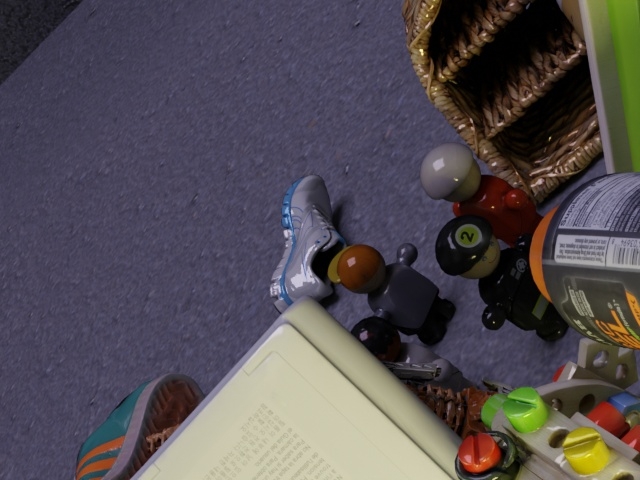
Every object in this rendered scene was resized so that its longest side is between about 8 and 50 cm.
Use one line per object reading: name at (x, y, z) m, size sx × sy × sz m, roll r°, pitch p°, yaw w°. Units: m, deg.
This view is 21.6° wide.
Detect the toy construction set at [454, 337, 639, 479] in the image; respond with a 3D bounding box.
toy construction set at (0.229, 0.150, 1.202) m, size 0.215 × 0.151 × 0.327 m, roll -43°, pitch 22°, yaw -11°

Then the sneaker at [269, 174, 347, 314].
sneaker at (0.000, 0.000, 1.930) m, size 0.083 × 0.071 × 0.191 m, roll -25°, pitch 46°, yaw 36°

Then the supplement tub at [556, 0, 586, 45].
supplement tub at (0.294, -0.207, 1.461) m, size 0.144 × 0.144 × 0.200 m, roll -41°, pitch 67°, yaw 27°

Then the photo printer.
photo printer at (0.016, 0.234, 1.334) m, size 0.256 × 0.307 × 0.107 m, roll -48°, pitch -4°, yaw 16°

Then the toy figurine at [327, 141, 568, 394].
toy figurine at (0.114, 0.037, 1.571) m, size 0.209 × 0.148 × 0.213 m, roll -43°, pitch 28°, yaw 23°

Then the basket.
basket at (0.226, -0.231, 1.634) m, size 0.299 × 0.213 × 0.223 m, roll -41°, pitch 28°, yaw 26°

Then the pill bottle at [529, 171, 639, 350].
pill bottle at (0.242, 0.016, 1.183) m, size 0.130 × 0.130 × 0.245 m, roll -59°, pitch 19°, yaw -10°

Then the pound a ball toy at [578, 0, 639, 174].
pound a ball toy at (0.324, -0.090, 1.271) m, size 0.136 × 0.319 × 0.208 m, roll -17°, pitch 12°, yaw -24°

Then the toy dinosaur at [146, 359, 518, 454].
toy dinosaur at (0.024, 0.174, 1.457) m, size 0.322 × 0.218 × 0.164 m, roll 15°, pitch 46°, yaw 20°

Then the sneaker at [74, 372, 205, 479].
sneaker at (-0.235, 0.291, 1.927) m, size 0.121 × 0.108 × 0.302 m, roll -25°, pitch 30°, yaw 48°
